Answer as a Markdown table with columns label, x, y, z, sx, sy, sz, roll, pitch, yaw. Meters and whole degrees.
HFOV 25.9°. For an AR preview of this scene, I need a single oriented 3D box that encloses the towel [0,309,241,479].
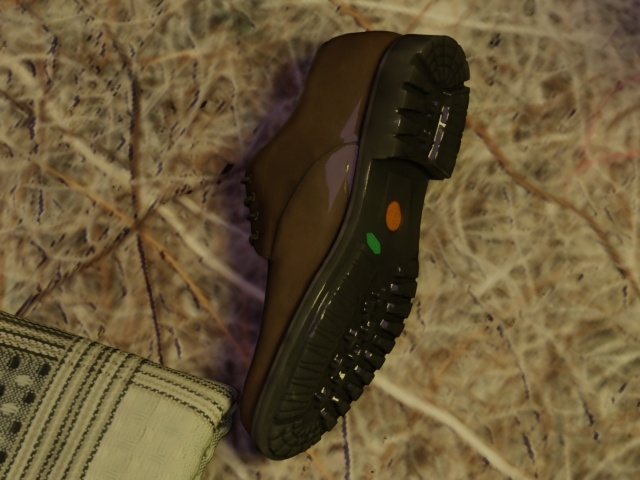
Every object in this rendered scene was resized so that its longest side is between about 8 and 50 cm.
| label | x | y | z | sx | sy | sz | roll | pitch | yaw |
| --- | --- | --- | --- | --- | --- | --- | --- | --- | --- |
| towel | -0.237 | 0.154 | 0.655 | 0.312 | 0.056 | 0.324 | 16 | 55 | 11 |

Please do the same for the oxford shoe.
| label | x | y | z | sx | sy | sz | roll | pitch | yaw |
| --- | --- | --- | --- | --- | --- | --- | --- | --- | --- |
| oxford shoe | 0.000 | 0.000 | 0.719 | 0.096 | 0.083 | 0.227 | 14 | 80 | 34 |
